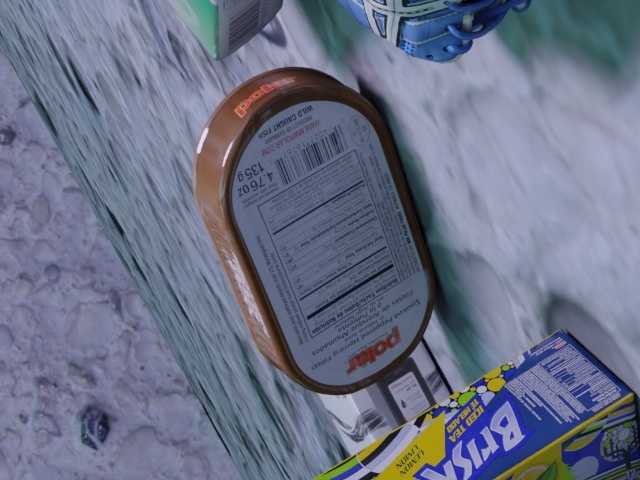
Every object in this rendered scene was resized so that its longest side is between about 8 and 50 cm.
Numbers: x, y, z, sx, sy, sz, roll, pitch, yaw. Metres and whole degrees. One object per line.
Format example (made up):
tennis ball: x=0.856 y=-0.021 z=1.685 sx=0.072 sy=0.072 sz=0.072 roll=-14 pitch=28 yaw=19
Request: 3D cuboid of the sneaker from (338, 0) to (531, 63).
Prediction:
sneaker: x=0.044 y=-0.104 z=0.386 sx=0.081 sy=0.080 sz=0.211 roll=54 pitch=176 yaw=-11

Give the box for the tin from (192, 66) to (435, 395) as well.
tin: x=0.000 y=0.000 z=0.668 sx=0.040 sy=0.106 sz=0.190 roll=41 pitch=156 yaw=56

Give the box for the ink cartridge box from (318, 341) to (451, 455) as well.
ink cartridge box: x=0.038 y=0.099 z=0.825 sx=0.180 sy=0.060 sz=0.104 roll=61 pitch=167 yaw=1

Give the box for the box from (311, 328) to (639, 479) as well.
box: x=0.056 y=0.112 z=0.545 sx=0.054 sy=0.169 sz=0.059 roll=46 pitch=159 yaw=49

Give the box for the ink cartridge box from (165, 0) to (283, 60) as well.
ink cartridge box: x=-0.101 y=-0.203 z=0.586 sx=0.225 sy=0.056 sz=0.181 roll=48 pitch=173 yaw=2
